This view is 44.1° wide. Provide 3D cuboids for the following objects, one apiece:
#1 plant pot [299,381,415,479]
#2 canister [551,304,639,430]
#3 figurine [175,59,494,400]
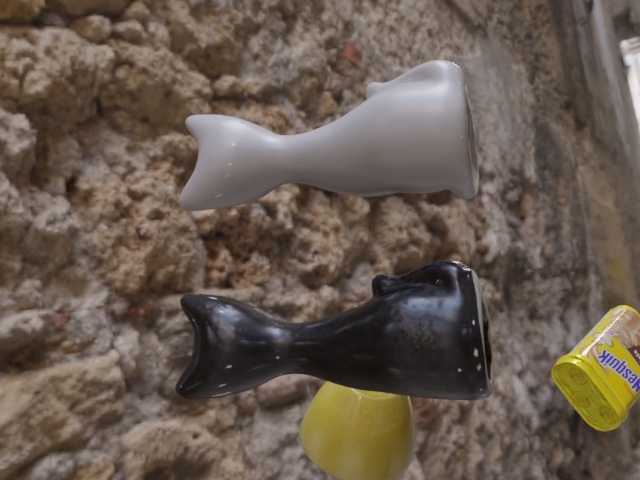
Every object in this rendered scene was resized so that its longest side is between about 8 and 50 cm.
[{"bbox_3d":[0.050,0.190,0.890,0.134,0.095,0.134,8,30,-5],"label":"plant pot"},{"bbox_3d":[0.454,0.193,1.229,0.170,0.126,0.073,-35,-5,-32],"label":"canister"},{"bbox_3d":[0.000,0.000,0.526,0.209,0.215,0.092,-5,-13,15],"label":"figurine"}]
